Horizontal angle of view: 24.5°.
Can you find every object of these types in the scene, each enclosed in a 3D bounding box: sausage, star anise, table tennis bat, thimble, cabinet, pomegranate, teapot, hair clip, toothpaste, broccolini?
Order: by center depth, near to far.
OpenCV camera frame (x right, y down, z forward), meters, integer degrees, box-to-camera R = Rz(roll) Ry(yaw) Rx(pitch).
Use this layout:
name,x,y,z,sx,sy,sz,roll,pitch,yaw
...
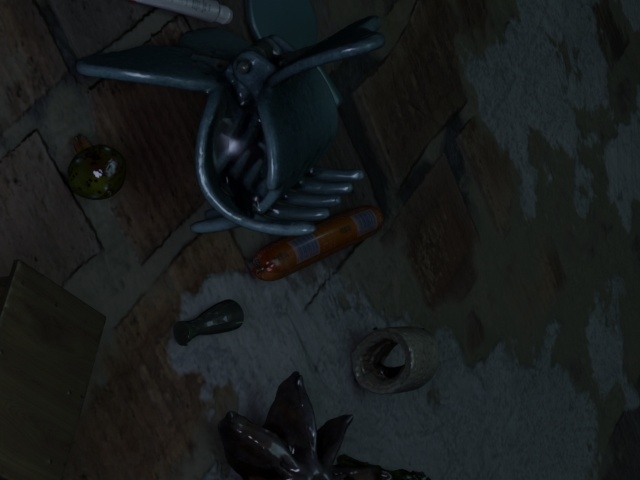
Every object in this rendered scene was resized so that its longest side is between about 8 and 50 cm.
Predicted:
name,x,y,z,sx,sy,sz,roll,pitch,yaw
cabinet,-0.355,0.150,1.518,0.148,0.175,0.215,42,51,-43
pomegranate,-0.271,-0.091,1.787,0.073,0.073,0.084,5,79,-55
hair clip,-0.070,-0.156,1.911,0.318,0.392,0.238,-50,135,-67
teapot,-0.150,0.110,1.945,0.111,0.043,0.043,-19,98,-53
star anise,-0.059,0.337,1.967,0.359,0.139,0.316,6,70,-39
toothpaste,-0.197,-0.323,1.976,0.190,0.031,0.048,11,74,-42
sausage,0.000,0.000,2.174,0.348,0.053,0.053,-24,103,-55
table tennis bat,-0.036,-0.296,2.206,0.244,0.040,0.153,59,41,-23
thimble,0.116,0.181,2.246,0.090,0.115,0.102,0,85,-54
broccolini,0.097,0.352,2.259,0.218,0.044,0.042,29,75,-43
